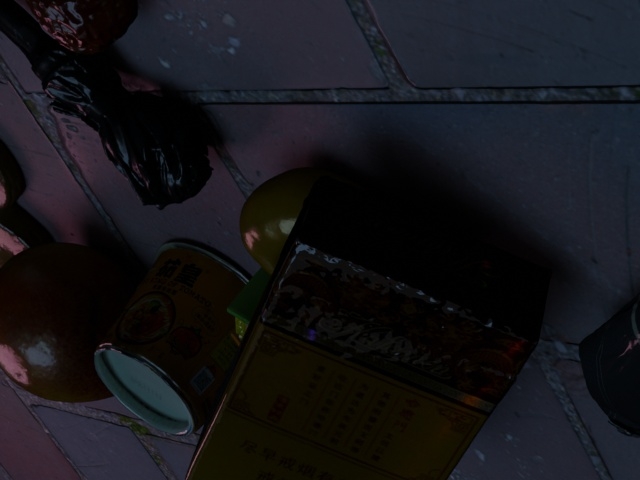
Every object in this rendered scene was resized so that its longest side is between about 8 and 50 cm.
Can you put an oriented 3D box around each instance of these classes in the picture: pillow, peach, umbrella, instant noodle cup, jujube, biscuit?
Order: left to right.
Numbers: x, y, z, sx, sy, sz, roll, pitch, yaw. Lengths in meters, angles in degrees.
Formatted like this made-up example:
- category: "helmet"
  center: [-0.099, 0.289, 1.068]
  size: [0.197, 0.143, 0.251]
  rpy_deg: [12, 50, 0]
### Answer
- category: "biscuit"
  center: [-0.513, -0.034, 2.309]
  size: [0.283, 0.064, 0.432]
  rpy_deg: [38, 151, 7]
- category: "jujube"
  center: [-0.265, -0.281, 1.651]
  size: [0.112, 0.109, 0.176]
  rpy_deg: [-34, 96, 23]
- category: "peach"
  center: [-0.341, 0.113, 2.152]
  size: [0.231, 0.231, 0.231]
  rpy_deg: [29, 149, 20]
- category: "umbrella"
  center: [-0.260, -0.171, 1.807]
  size: [0.340, 0.118, 0.118]
  rpy_deg: [42, 151, 12]
- category: "instant noodle cup"
  center: [-0.175, 0.134, 2.025]
  size: [0.215, 0.172, 0.216]
  rpy_deg: [29, 149, 19]
- category: "peach"
  center: [0.000, 0.000, 1.708]
  size: [0.179, 0.103, 0.179]
  rpy_deg: [20, 142, 16]
- category: "pillow"
  center: [0.347, 0.111, 1.458]
  size: [0.161, 0.093, 0.335]
  rpy_deg: [38, 152, -2]

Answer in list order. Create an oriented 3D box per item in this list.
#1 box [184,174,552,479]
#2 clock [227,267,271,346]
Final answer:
- category: "box"
  center: [0.041, 0.147, 1.663]
  size: [0.264, 0.116, 0.415]
  rpy_deg: [22, 131, -2]
- category: "clock"
  center: [0.008, 0.167, 1.919]
  size: [0.219, 0.106, 0.255]
  rpy_deg: [30, 149, 19]
